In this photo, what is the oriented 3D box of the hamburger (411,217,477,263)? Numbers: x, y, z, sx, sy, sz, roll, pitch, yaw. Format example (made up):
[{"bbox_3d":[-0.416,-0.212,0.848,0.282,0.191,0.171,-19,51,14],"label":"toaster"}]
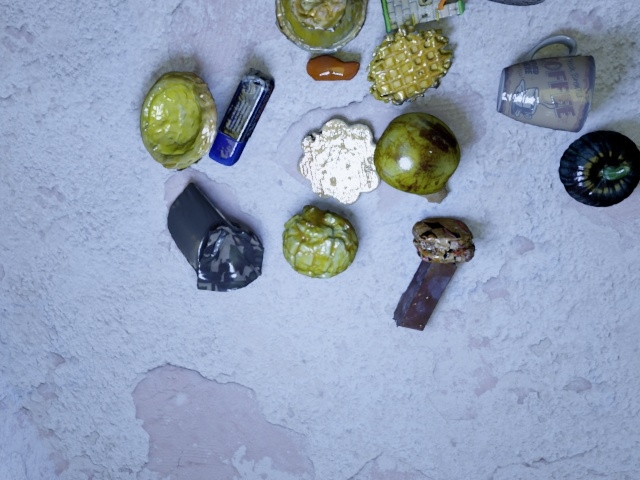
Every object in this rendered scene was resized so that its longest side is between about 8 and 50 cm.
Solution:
[{"bbox_3d":[0.422,-0.006,1.890,0.230,0.231,0.107,1,117,8],"label":"hamburger"}]

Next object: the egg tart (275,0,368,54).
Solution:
[{"bbox_3d":[-0.003,-0.747,1.750,0.314,0.120,0.315,2,106,7],"label":"egg tart"}]

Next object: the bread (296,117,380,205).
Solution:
[{"bbox_3d":[0.074,-0.277,1.937,0.315,0.054,0.316,3,108,8],"label":"bread"}]

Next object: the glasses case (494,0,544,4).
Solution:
[{"bbox_3d":[0.501,-0.749,1.610,0.354,0.137,0.085,5,106,-23],"label":"glasses case"}]

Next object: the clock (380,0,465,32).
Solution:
[{"bbox_3d":[0.308,-0.782,1.708,0.255,0.106,0.220,-11,108,7],"label":"clock"}]

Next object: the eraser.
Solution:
[{"bbox_3d":[-0.268,-0.417,1.885,0.101,0.155,0.332,28,111,-3],"label":"eraser"}]

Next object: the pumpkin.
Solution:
[{"bbox_3d":[0.889,-0.223,1.734,0.247,0.248,0.248,3,109,7],"label":"pumpkin"}]

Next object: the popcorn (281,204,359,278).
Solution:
[{"bbox_3d":[0.003,0.008,1.946,0.282,0.282,0.247,25,108,-1],"label":"popcorn"}]

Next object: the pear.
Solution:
[{"bbox_3d":[0.313,-0.276,1.786,0.283,0.283,0.284,3,109,7],"label":"pear"}]

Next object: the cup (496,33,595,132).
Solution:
[{"bbox_3d":[0.688,-0.496,1.705,0.256,0.227,0.301,9,81,10],"label":"cup"}]

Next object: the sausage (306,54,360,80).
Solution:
[{"bbox_3d":[0.042,-0.564,1.827,0.179,0.089,0.089,7,110,12],"label":"sausage"}]

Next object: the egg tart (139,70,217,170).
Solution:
[{"bbox_3d":[-0.463,-0.406,1.890,0.345,0.132,0.346,3,95,32],"label":"egg tart"}]

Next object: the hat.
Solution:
[{"bbox_3d":[-0.379,-0.025,2.063,0.366,0.257,0.382,-39,64,34],"label":"hat"}]

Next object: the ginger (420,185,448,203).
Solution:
[{"bbox_3d":[0.367,-0.189,1.918,0.165,0.067,0.096,21,124,2],"label":"ginger"}]

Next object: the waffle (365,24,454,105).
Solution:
[{"bbox_3d":[0.286,-0.553,1.772,0.262,0.060,0.281,13,128,-16],"label":"waffle"}]

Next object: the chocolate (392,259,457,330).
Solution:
[{"bbox_3d":[0.383,0.190,2.033,0.111,0.112,0.321,21,110,-9],"label":"chocolate"}]
